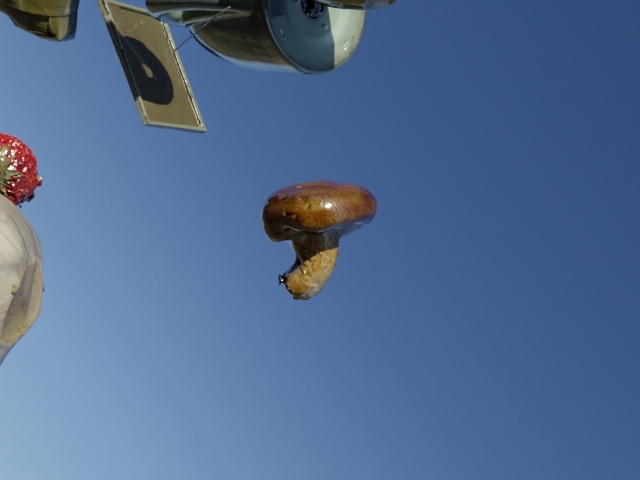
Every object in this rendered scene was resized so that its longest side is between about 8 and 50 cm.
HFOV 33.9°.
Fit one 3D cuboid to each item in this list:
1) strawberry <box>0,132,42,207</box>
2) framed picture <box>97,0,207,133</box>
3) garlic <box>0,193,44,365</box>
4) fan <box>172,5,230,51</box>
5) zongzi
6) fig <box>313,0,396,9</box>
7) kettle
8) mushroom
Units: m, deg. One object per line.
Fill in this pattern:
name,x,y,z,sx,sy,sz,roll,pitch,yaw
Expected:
strawberry,-0.561,-0.118,1.820,0.145,0.145,0.086,62,-8,2
framed picture,-0.406,-0.421,2.562,0.022,0.247,0.335,-26,-101,26
garlic,-0.543,0.050,1.530,0.259,0.317,0.317,7,-50,4
fan,-0.170,-0.311,1.527,0.133,0.085,0.005,-25,-72,47
zongzi,-0.638,-0.595,2.235,0.300,0.138,0.286,27,-61,14
fig,0.039,-0.472,1.603,0.271,0.239,0.239,53,-33,17
kettle,-0.144,-0.428,1.913,0.342,0.319,0.247,8,-84,46
mushroom,0.001,-0.036,2.249,0.267,0.267,0.254,23,-40,47
